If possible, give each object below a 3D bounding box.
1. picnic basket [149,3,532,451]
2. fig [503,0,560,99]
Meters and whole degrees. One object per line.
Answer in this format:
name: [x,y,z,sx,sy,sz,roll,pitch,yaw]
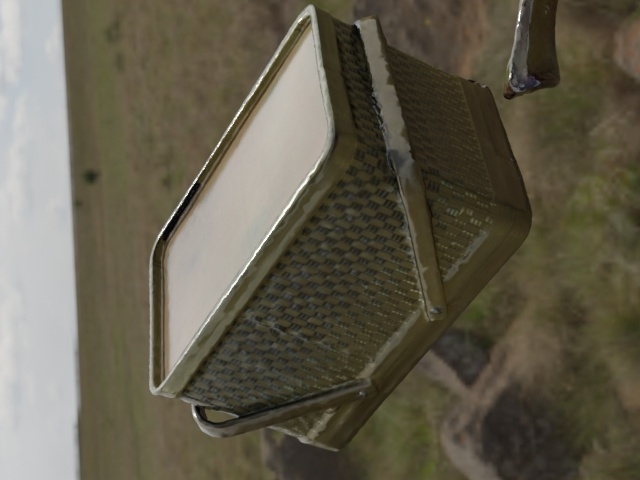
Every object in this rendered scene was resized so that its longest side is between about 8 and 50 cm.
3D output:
picnic basket: [0.000,0.000,0.843,0.267,0.139,0.165,-53,28,32]
fig: [0.108,-0.212,0.607,0.217,0.216,0.321,-105,18,-51]
